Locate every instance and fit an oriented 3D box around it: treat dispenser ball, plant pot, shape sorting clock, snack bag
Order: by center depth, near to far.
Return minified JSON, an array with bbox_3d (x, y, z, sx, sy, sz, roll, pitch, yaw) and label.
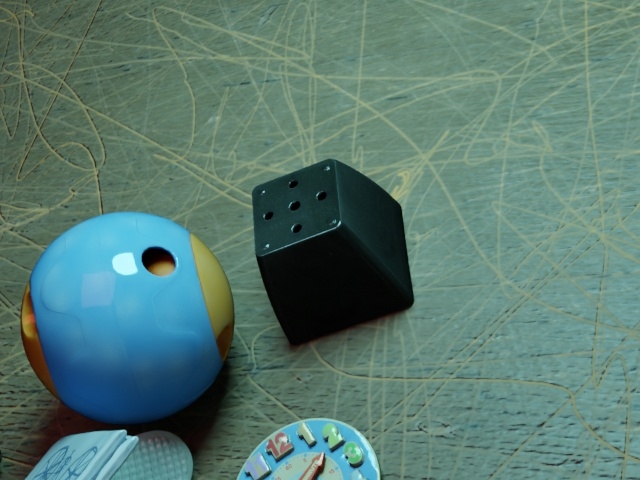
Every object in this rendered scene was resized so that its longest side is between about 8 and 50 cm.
[{"bbox_3d":[-0.370,0.367,1.864,0.342,0.037,0.323,-51,13,-21],"label":"snack bag"},{"bbox_3d":[-0.021,0.317,1.945,0.206,0.040,0.206,-17,49,20],"label":"shape sorting clock"},{"bbox_3d":[-0.259,0.105,2.083,0.288,0.288,0.288,-16,49,20],"label":"treat dispenser ball"},{"bbox_3d":[0.000,0.000,2.097,0.188,0.167,0.187,-20,47,18],"label":"plant pot"}]

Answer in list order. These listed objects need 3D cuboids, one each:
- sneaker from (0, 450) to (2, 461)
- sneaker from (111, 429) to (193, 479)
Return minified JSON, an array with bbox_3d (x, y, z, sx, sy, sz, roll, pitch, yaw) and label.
[{"bbox_3d":[-0.548,0.273,2.265,0.227,0.087,0.130,0,62,37],"label":"sneaker"},{"bbox_3d":[-0.328,0.384,2.022,0.366,0.135,0.150,-41,12,-25],"label":"sneaker"}]
